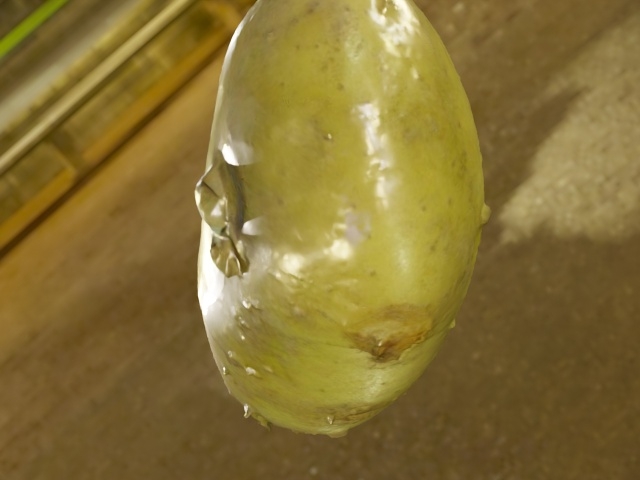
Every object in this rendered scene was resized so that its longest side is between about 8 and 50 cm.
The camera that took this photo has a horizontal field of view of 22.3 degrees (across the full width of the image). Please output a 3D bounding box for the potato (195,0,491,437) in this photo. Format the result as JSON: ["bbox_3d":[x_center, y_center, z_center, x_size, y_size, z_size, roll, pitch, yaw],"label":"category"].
[{"bbox_3d":[0.000,0.000,0.508,0.085,0.105,0.188,-10,-29,-15],"label":"potato"}]
